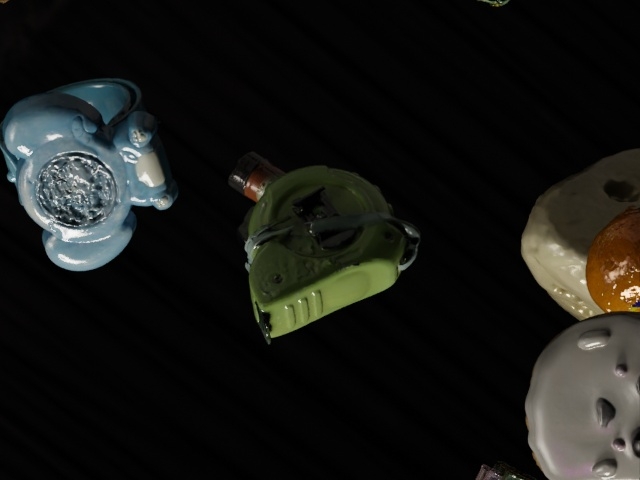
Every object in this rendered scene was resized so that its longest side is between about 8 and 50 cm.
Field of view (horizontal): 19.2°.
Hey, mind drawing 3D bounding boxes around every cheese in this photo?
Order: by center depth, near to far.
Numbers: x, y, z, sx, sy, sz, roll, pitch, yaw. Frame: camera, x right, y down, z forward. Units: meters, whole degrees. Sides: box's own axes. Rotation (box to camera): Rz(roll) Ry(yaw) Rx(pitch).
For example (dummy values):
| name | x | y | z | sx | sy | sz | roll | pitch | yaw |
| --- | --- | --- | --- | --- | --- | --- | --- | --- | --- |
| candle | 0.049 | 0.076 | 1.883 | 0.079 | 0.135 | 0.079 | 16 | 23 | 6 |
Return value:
| name | x | y | z | sx | sy | sz | roll | pitch | yaw |
| --- | --- | --- | --- | --- | --- | --- | --- | --- | --- |
| cheese | 0.358 | 0.027 | 2.404 | 0.248 | 0.173 | 0.251 | -15 | 136 | -46 |

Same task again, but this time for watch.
| name | x | y | z | sx | sy | sz | roll | pitch | yaw |
| --- | --- | --- | --- | --- | --- | --- | --- | --- | --- |
| watch | -0.256 | -0.099 | 2.095 | 0.211 | 0.211 | 0.193 | -47 | -158 | 20 |

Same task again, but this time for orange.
| name | x | y | z | sx | sy | sz | roll | pitch | yaw |
| --- | --- | --- | --- | --- | --- | --- | --- | --- | --- |
| orange | 0.347 | 0.024 | 2.000 | 0.135 | 0.135 | 0.117 | -41 | -147 | 51 |

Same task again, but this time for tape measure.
| name | x | y | z | sx | sy | sz | roll | pitch | yaw |
| --- | --- | --- | --- | --- | --- | --- | --- | --- | --- |
| tape measure | 0.000 | 0.000 | 1.851 | 0.177 | 0.154 | 0.087 | -20 | 147 | -12 |

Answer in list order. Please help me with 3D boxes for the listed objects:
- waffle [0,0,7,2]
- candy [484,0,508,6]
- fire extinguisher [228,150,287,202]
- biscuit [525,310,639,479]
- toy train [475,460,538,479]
| name | x | y | z | sx | sy | sz | roll | pitch | yaw |
| --- | --- | --- | --- | --- | --- | --- | --- | --- | --- |
| waffle | -0.383 | -0.285 | 2.124 | 0.160 | 0.046 | 0.192 | -33 | -177 | -37 |
| candy | 0.274 | -0.391 | 2.520 | 0.083 | 0.091 | 0.305 | -56 | -169 | -24 |
| fire extinguisher | -0.019 | -0.032 | 2.089 | 0.050 | 0.177 | 0.062 | -22 | 143 | -60 |
| biscuit | 0.295 | 0.159 | 1.838 | 0.208 | 0.181 | 0.049 | -5 | -179 | 27 |
| toy train | 0.254 | 0.419 | 2.475 | 0.261 | 0.177 | 0.134 | -64 | -178 | -2 |
